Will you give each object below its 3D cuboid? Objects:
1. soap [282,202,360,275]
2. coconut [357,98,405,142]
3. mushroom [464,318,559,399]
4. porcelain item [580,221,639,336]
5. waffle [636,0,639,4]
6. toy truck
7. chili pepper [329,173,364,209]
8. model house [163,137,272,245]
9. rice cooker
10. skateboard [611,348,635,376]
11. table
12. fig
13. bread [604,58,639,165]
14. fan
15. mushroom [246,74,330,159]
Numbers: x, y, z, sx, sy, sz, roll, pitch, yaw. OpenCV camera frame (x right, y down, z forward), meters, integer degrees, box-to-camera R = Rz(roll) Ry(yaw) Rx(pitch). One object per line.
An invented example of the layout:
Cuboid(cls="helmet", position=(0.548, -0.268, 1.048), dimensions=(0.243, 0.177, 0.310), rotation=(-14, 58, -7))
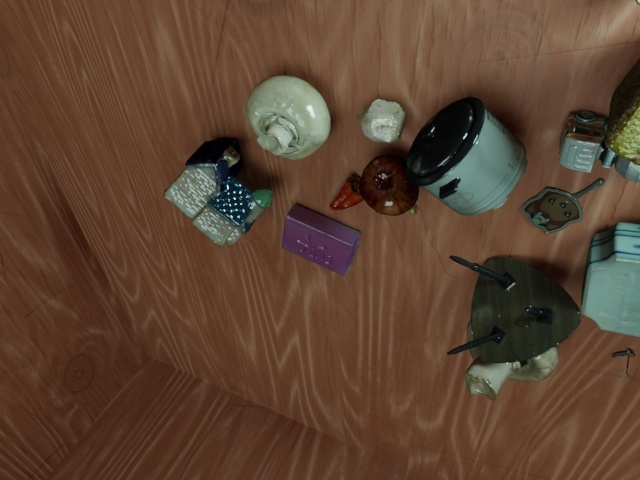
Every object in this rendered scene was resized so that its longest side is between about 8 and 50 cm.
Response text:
Cuboid(cls="soap", position=(-0.001, 0.001, 1.736), dimensions=(0.259, 0.081, 0.181), rotation=(25, 140, 10))
Cuboid(cls="coconut", position=(0.156, -0.313, 1.299), dimensions=(0.124, 0.110, 0.110), rotation=(14, 137, 13))
Cuboid(cls="mushroom", position=(0.577, 0.367, 1.547), dimensions=(0.292, 0.290, 0.293), rotation=(24, 142, 20))
Cuboid(cls="porcelain item", position=(0.808, 0.103, 1.229), dimensions=(0.281, 0.157, 0.286), rotation=(7, 133, 28))
Cuboid(cls="waffle", position=(0.558, -0.553, 0.821), dimensions=(0.167, 0.057, 0.274), rotation=(-23, 115, 46))
Cuboid(cls="toy truck", position=(0.647, -0.187, 1.061), dimensions=(0.256, 0.140, 0.108), rotation=(16, 138, 21))
Cuboid(cls="chili pepper", position=(0.077, -0.134, 1.568), dimensions=(0.088, 0.065, 0.169), rotation=(43, 143, -9))
Cuboid(cls="model house", position=(-0.313, -0.180, 1.661), dimensions=(0.298, 0.243, 0.284), rotation=(39, 132, -12))
Cuboid(cls="rice cooker", position=(0.330, -0.198, 1.173), dimensions=(0.226, 0.281, 0.241), rotation=(31, 145, -23))
Cuboid(cls="skateboard", position=(0.902, 0.368, 1.488), dimensions=(0.032, 0.083, 0.063), rotation=(44, 140, -13))
Cuboid(cls="table", position=(0.486, 0.180, 1.322), dimensions=(0.317, 0.318, 0.248), rotation=(-16, 160, 43))
Cuboid(cls="fig", position=(0.204, -0.152, 1.413), dimensions=(0.174, 0.207, 0.175), rotation=(1, 92, 23))
Cuboid(cls="bread", position=(0.628, -0.267, 0.925), dimensions=(0.110, 0.234, 0.184), rotation=(28, 139, 12))
Cuboid(cls="fan", position=(0.626, -0.095, 1.271), dimensions=(0.132, 0.009, 0.220), rotation=(36, 141, -7))
Cuboid(cls="mushroom", position=(-0.096, -0.326, 1.386), dimensions=(0.245, 0.203, 0.246), rotation=(18, 148, 12))
